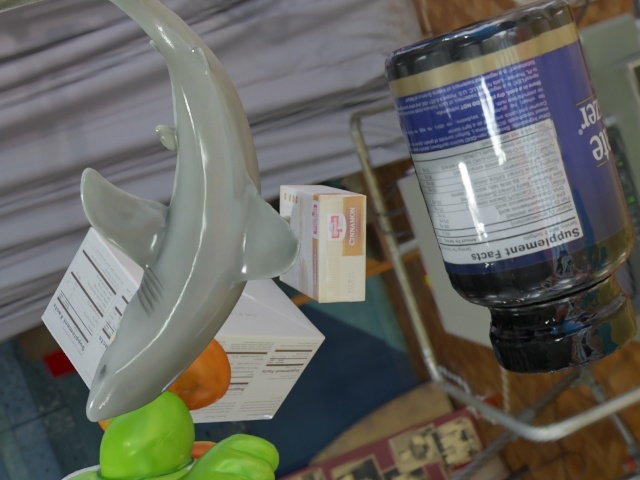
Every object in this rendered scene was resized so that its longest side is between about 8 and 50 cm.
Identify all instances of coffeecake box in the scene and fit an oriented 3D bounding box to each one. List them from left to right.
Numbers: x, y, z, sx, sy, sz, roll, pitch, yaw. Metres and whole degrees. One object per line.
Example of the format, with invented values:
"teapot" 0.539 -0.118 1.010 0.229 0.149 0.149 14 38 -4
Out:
"coffeecake box" 0.000 0.000 1.391 0.185 0.068 0.142 -158 67 -70

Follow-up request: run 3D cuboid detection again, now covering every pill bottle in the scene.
"pill bottle" 0.128 -0.033 0.644 0.219 0.123 0.123 71 164 -10

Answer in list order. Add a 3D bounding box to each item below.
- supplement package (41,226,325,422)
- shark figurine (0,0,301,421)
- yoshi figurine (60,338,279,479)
"supplement package" -0.169 0.109 1.255 0.204 0.262 0.145 45 112 33
"shark figurine" -0.058 -0.033 0.538 0.116 0.166 0.278 29 132 45
"yoshi figurine" -0.063 0.203 0.615 0.204 0.203 0.362 35 -166 -20
